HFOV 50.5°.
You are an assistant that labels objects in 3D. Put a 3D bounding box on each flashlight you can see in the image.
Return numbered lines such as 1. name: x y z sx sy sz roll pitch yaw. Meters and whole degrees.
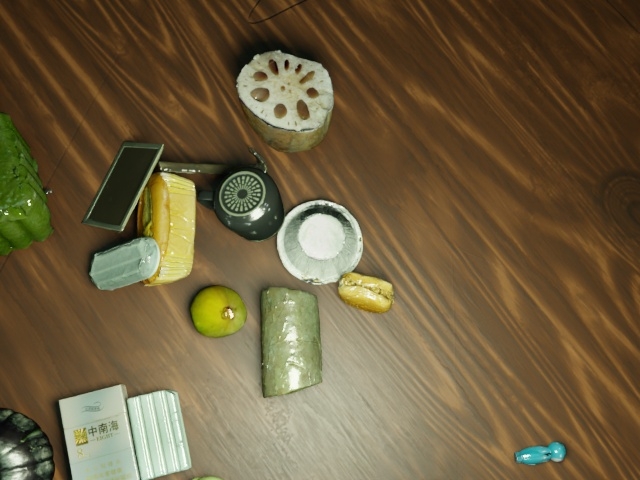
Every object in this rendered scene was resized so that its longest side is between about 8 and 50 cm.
1. flashlight: 0.555 0.539 1.717 0.129 0.051 0.051 -6 77 0

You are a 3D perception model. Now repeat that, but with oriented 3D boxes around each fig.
1. fig: -0.256 0.181 1.712 0.153 0.121 0.136 9 69 24

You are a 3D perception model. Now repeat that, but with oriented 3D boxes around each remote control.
1. remote control: -0.490 0.058 1.685 0.247 0.052 0.104 -19 74 36

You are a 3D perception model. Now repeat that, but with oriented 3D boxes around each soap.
1. soap: -0.394 0.472 1.657 0.119 0.066 0.198 -12 78 -8

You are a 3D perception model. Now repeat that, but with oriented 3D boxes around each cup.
1. cup: -0.201 -0.091 1.747 0.223 0.176 0.169 8 75 16

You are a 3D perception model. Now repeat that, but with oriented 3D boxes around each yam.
1. yam: -0.075 0.250 1.684 0.161 0.161 0.268 -3 76 -5

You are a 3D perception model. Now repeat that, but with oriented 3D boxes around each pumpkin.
1. pumpkin: -0.755 0.524 1.516 0.295 0.296 0.296 1 77 -4

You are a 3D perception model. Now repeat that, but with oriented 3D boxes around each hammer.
1. hammer: -0.280 -0.190 1.795 0.297 0.027 0.125 -2 73 -24

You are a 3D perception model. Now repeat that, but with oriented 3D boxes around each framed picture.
1. framed picture: -0.511 -0.143 1.760 0.197 0.014 0.252 10 71 42

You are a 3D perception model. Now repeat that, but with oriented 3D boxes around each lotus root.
1. lotus root: -0.090 -0.356 1.815 0.272 0.192 0.272 1 67 -2

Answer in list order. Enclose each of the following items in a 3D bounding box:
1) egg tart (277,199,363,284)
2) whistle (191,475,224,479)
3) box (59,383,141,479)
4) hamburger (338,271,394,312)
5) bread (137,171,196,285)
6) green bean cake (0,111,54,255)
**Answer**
1. egg tart: 0.000 0.000 1.782 0.234 0.094 0.234 1 73 -3
2. whistle: -0.217 0.667 1.610 0.294 0.141 0.141 42 77 -12
3. box: -0.530 0.486 1.644 0.155 0.067 0.243 -14 79 -9
4. hamburger: 0.118 0.135 1.734 0.147 0.138 0.083 16 78 9
5. bread: -0.398 -0.028 1.735 0.119 0.152 0.288 7 75 -31
6. green bean cake: -0.866 -0.129 1.704 0.335 0.218 0.319 -19 71 -14
